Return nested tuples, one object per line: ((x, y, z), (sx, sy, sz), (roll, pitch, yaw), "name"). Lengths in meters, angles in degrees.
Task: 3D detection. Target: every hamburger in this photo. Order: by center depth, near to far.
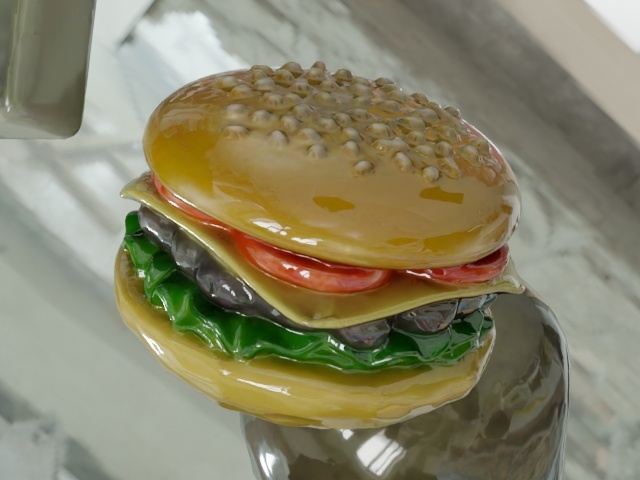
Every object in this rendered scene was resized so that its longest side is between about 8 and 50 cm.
((0.000, 0.000, 0.597), (0.162, 0.115, 0.162), (10, -153, -5), "hamburger")

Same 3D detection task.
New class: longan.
((0.069, 0.122, 1.074), (0.248, 0.248, 0.248), (35, -159, -16), "longan")

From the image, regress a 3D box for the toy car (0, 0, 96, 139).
((-0.260, -0.126, 0.614), (0.226, 0.242, 0.336), (11, 170, -39), "toy car")
